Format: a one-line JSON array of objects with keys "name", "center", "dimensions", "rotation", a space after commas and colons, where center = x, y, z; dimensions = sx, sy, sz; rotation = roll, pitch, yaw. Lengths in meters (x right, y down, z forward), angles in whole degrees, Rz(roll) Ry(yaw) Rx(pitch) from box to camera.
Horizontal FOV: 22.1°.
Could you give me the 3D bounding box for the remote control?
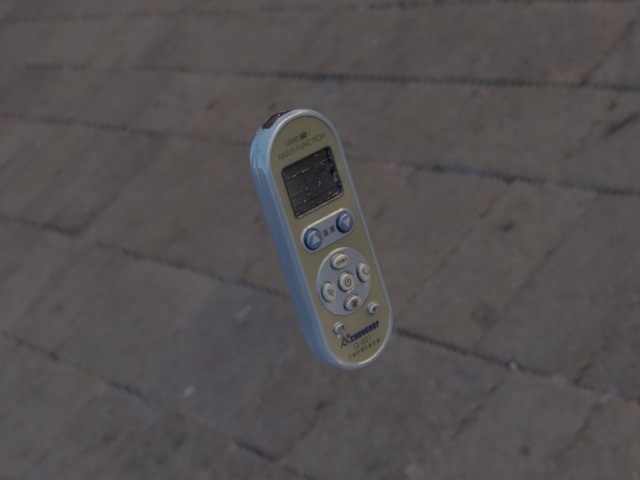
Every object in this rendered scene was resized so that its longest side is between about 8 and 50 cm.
[{"name": "remote control", "center": [0.000, 0.000, 1.440], "dimensions": [0.087, 0.244, 0.047], "rotation": [-27, 20, -28]}]
